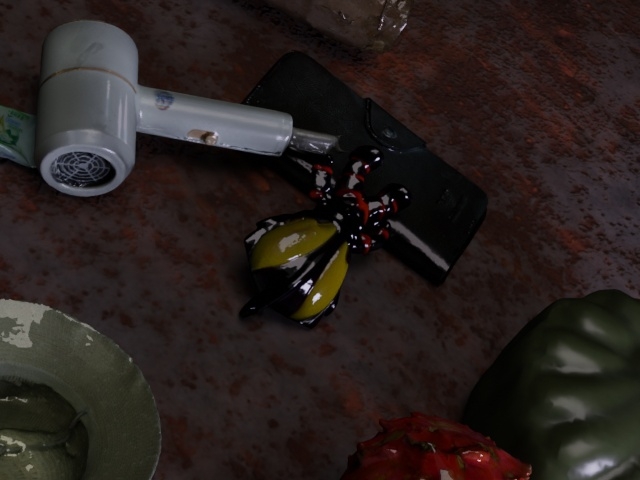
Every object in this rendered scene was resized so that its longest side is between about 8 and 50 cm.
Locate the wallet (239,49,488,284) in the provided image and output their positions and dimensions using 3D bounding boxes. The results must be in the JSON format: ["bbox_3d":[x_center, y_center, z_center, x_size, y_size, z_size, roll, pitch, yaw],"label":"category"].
[{"bbox_3d":[0.053,-0.093,1.668,0.318,0.045,0.172,37,50,0],"label":"wallet"}]

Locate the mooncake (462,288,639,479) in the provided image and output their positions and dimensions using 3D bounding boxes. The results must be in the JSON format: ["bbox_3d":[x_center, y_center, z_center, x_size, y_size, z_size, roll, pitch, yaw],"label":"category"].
[{"bbox_3d":[0.320,0.223,1.478,0.351,0.187,0.351,13,54,-19],"label":"mooncake"}]

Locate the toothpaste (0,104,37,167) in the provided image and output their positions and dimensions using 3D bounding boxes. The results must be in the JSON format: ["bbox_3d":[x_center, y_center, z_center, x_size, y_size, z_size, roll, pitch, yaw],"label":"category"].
[{"bbox_3d":[-0.435,-0.145,1.464,0.297,0.048,0.074,17,48,-20],"label":"toothpaste"}]

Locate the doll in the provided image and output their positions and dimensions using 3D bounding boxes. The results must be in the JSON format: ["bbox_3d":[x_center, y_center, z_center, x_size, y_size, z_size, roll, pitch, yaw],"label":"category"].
[{"bbox_3d":[0.000,-0.002,1.534,0.127,0.088,0.249,42,60,11],"label":"doll"}]

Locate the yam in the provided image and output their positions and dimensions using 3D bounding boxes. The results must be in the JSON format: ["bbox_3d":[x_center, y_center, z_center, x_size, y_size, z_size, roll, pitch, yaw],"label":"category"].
[{"bbox_3d":[0.002,-0.334,1.763,0.238,0.129,0.128,26,50,-6],"label":"yam"}]

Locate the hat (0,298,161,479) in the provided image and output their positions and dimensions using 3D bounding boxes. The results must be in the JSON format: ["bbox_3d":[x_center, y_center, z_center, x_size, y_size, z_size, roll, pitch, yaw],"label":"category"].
[{"bbox_3d":[-0.279,0.188,1.235,0.257,0.130,0.257,12,48,-13],"label":"hat"}]

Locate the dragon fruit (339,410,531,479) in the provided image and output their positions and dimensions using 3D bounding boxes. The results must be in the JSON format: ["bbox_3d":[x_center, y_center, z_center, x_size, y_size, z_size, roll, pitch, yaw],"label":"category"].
[{"bbox_3d":[0.095,0.296,1.310,0.205,0.210,0.268,20,68,-34],"label":"dragon fruit"}]

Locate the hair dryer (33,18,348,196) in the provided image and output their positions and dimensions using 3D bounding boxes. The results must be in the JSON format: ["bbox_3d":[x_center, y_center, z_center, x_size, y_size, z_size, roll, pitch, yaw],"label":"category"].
[{"bbox_3d":[-0.133,-0.125,1.545,0.357,0.107,0.173,8,56,-17],"label":"hair dryer"}]
